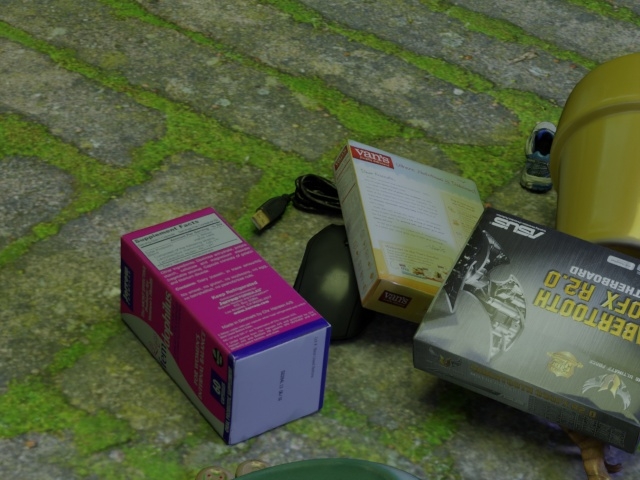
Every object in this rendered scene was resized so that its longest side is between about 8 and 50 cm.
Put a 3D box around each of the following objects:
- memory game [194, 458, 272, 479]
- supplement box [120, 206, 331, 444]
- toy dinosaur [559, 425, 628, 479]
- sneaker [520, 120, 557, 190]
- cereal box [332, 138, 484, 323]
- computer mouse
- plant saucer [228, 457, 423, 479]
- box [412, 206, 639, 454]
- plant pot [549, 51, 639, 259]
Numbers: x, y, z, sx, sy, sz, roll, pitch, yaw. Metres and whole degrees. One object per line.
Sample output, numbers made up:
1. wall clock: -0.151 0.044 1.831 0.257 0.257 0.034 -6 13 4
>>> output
1. memory game: -0.054 0.259 1.259 0.186 0.012 0.186 4 36 -3
2. supplement box: -0.099 0.078 1.413 0.114 0.111 0.220 -18 42 -29
3. toy dinosaur: 0.247 0.164 1.391 0.112 0.064 0.211 -11 39 -20
4. sneaker: 0.281 -0.117 1.780 0.052 0.058 0.135 10 36 5
5. cereal box: 0.110 -0.001 1.550 0.173 0.047 0.240 17 35 -21
6. computer mouse: 0.000 0.000 1.577 0.184 0.060 0.262 18 38 14
7. plant saucer: -0.046 0.250 1.102 0.318 0.043 0.317 -17 17 6
8. box: 0.229 0.082 1.391 0.231 0.056 0.183 21 56 19
9. plant pot: 0.355 -0.033 1.541 0.254 0.254 0.239 16 53 13
